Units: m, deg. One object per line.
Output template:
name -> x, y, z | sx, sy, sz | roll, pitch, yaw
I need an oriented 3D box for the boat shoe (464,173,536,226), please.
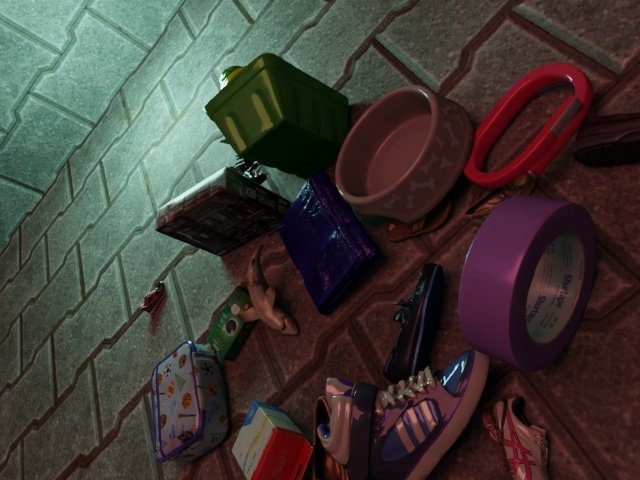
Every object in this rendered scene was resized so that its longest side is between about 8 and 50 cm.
boat shoe -> 0.362, -0.088, 1.114 | 0.153, 0.048, 0.056 | -38, 49, 24

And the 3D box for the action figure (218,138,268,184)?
action figure -> -0.224, -0.258, 1.629 | 0.141, 0.163, 0.275 | -13, 32, 0

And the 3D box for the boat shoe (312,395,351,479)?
boat shoe -> 0.019, 0.468, 1.133 | 0.105, 0.089, 0.285 | -22, 56, 35

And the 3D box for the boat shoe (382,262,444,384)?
boat shoe -> 0.181, 0.164, 1.116 | 0.089, 0.109, 0.258 | 10, 75, 35

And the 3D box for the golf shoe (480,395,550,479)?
golf shoe -> 0.340, 0.346, 0.907 | 0.086, 0.068, 0.186 | -41, 47, 20

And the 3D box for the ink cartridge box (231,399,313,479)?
ink cartridge box -> -0.110, 0.461, 1.216 | 0.134, 0.078, 0.231 | -67, 22, -5

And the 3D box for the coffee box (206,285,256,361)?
coffee box -> -0.236, 0.229, 1.529 | 0.113, 0.040, 0.184 | 30, 91, 47

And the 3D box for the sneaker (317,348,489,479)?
sneaker -> 0.131, 0.291, 1.012 | 0.236, 0.130, 0.322 | 31, 100, 6

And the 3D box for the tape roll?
tape roll -> 0.340, 0.067, 0.892 | 0.090, 0.275, 0.274 | 17, 82, 47

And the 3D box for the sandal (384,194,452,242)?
sandal -> 0.213, -0.048, 1.235 | 0.180, 0.049, 0.072 | -26, 54, 33

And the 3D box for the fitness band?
fitness band -> 0.408, -0.225, 1.103 | 0.290, 0.054, 0.209 | -52, 26, 9

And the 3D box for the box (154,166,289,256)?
box -> -0.280, -0.070, 1.572 | 0.308, 0.243, 0.076 | -25, 55, 34

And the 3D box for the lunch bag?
lunch bag -> -0.368, 0.445, 1.498 | 0.243, 0.115, 0.303 | -38, 47, 27

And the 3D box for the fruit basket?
fruit basket -> -0.129, -0.370, 1.486 | 0.283, 0.392, 0.391 | -32, 51, 28

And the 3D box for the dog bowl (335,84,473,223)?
dog bowl -> 0.172, -0.201, 1.269 | 0.349, 0.102, 0.348 | -33, 41, 35

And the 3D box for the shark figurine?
shark figurine -> -0.138, 0.107, 1.436 | 0.166, 0.116, 0.277 | -9, 92, 28

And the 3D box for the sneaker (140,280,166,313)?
sneaker -> -0.562, 0.188, 1.846 | 0.047, 0.057, 0.119 | 23, 85, 49

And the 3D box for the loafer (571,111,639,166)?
loafer -> 0.581, -0.196, 0.924 | 0.303, 0.109, 0.095 | -3, 64, 46

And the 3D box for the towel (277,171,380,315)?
towel -> 0.000, 0.000, 1.357 | 0.227, 0.076, 0.308 | -52, 47, 26
